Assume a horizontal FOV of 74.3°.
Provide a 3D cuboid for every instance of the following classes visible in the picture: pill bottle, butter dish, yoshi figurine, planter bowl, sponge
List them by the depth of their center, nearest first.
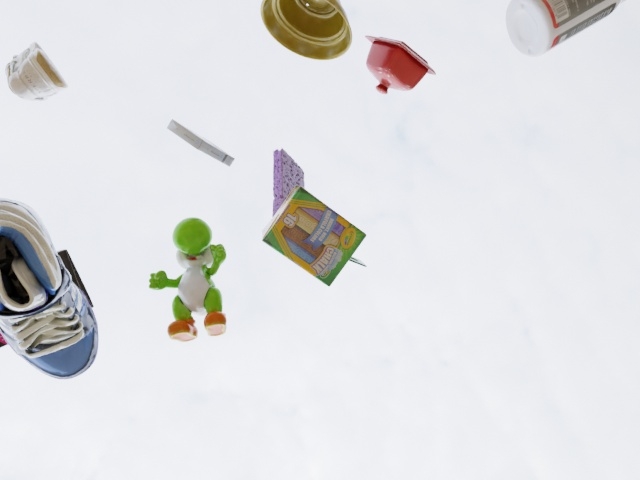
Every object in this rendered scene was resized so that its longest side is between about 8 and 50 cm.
[{"bbox_3d":[-0.020,-0.519,0.959,0.217,0.217,0.091,21,-102,-20],"label":"planter bowl"},{"bbox_3d":[0.634,-0.604,1.062,0.283,0.161,0.161,-30,-88,0],"label":"pill bottle"},{"bbox_3d":[0.181,-0.430,1.072,0.159,0.160,0.118,16,-71,-38],"label":"butter dish"},{"bbox_3d":[-0.080,-0.124,1.093,0.117,0.031,0.210,41,-141,-51],"label":"sponge"},{"bbox_3d":[-0.360,0.084,1.196,0.203,0.203,0.363,15,-129,-40],"label":"yoshi figurine"}]

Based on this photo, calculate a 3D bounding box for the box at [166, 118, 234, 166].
[{"bbox_3d":[-0.381,-0.312,1.366,0.145,0.186,0.038,35,-86,19],"label":"box"}]

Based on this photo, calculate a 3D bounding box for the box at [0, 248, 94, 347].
[{"bbox_3d":[-0.700,0.143,0.997,0.247,0.142,0.164,-26,-85,-34],"label":"box"}]

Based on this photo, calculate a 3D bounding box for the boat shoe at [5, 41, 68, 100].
[{"bbox_3d":[-0.574,-0.327,0.839,0.096,0.277,0.098,-37,-57,-13],"label":"boat shoe"}]

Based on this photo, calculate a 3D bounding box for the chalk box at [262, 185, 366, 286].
[{"bbox_3d":[0.000,0.000,0.880,0.213,0.132,0.132,37,-89,-10],"label":"chalk box"}]

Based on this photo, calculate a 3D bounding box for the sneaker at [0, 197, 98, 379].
[{"bbox_3d":[-0.410,0.098,0.597,0.130,0.236,0.323,-20,-70,-25],"label":"sneaker"}]
